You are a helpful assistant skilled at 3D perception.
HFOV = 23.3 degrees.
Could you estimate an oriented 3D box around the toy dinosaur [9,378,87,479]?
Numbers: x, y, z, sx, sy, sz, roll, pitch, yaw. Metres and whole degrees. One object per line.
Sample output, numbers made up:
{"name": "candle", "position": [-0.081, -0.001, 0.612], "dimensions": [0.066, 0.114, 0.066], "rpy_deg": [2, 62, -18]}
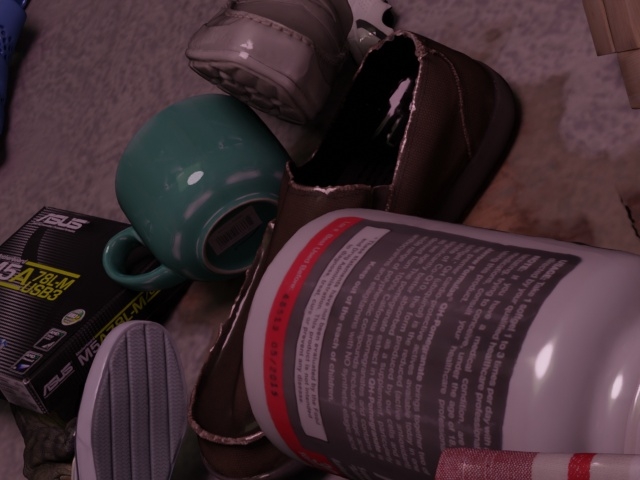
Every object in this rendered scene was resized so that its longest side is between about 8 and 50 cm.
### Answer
{"name": "toy dinosaur", "position": [-0.196, 0.152, 1.226], "dimensions": [0.118, 0.064, 0.268], "rpy_deg": [-46, 40, 13]}

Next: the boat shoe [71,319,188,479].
{"name": "boat shoe", "position": [-0.151, 0.170, 1.115], "dimensions": [0.076, 0.083, 0.226], "rpy_deg": [-6, 76, 55]}

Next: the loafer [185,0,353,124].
{"name": "loafer", "position": [-0.031, -0.154, 1.166], "dimensions": [0.111, 0.112, 0.319], "rpy_deg": [-62, 7, 5]}

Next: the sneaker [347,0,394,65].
{"name": "sneaker", "position": [0.040, -0.192, 1.296], "dimensions": [0.043, 0.040, 0.109], "rpy_deg": [-17, 55, 11]}

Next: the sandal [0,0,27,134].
{"name": "sandal", "position": [-0.355, -0.205, 1.559], "dimensions": [0.138, 0.126, 0.317], "rpy_deg": [-28, 48, 15]}

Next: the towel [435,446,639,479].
{"name": "towel", "position": [0.219, 0.215, 0.759], "dimensions": [0.329, 0.037, 0.237], "rpy_deg": [-5, 101, 36]}

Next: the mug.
{"name": "mug", "position": [-0.084, -0.022, 1.196], "dimensions": [0.097, 0.129, 0.158], "rpy_deg": [51, 132, 37]}

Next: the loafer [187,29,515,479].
{"name": "loafer", "position": [0.000, 0.000, 1.119], "dimensions": [0.134, 0.130, 0.366], "rpy_deg": [15, 71, 44]}

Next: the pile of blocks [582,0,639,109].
{"name": "pile of blocks", "position": [0.340, -0.146, 0.988], "dimensions": [0.362, 0.149, 0.113], "rpy_deg": [-10, 98, 45]}

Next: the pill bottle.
{"name": "pill bottle", "position": [0.120, 0.085, 0.930], "dimensions": [0.318, 0.176, 0.176], "rpy_deg": [11, 69, 43]}

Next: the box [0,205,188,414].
{"name": "box", "position": [-0.226, 0.052, 1.284], "dimensions": [0.190, 0.045, 0.184], "rpy_deg": [12, 49, 44]}
